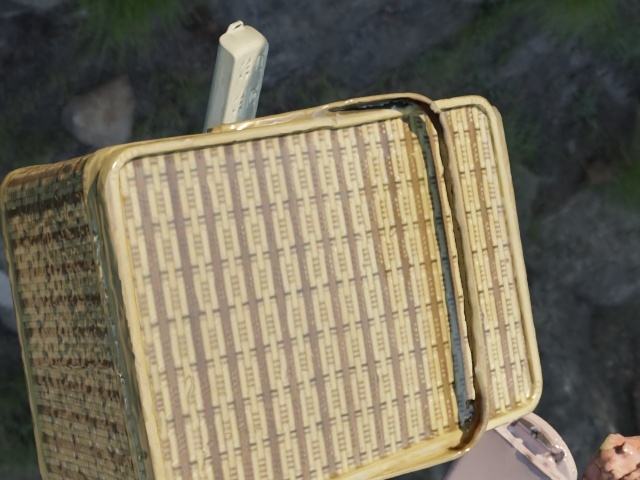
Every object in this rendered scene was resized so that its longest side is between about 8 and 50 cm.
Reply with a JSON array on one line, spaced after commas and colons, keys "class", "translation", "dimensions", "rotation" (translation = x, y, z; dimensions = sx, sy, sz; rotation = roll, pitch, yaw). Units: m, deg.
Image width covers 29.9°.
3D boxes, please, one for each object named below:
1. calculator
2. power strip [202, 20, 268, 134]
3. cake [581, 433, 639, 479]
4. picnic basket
[{"class": "calculator", "translation": [0.154, 0.225, 1.055], "dimensions": [0.032, 0.100, 0.175], "rotation": [-14, 138, -50]}, {"class": "power strip", "translation": [-0.095, -0.089, 1.161], "dimensions": [0.060, 0.027, 0.253], "rotation": [-37, 147, -54]}, {"class": "cake", "translation": [0.421, 0.387, 1.252], "dimensions": [0.293, 0.314, 0.307], "rotation": [11, 98, -22]}, {"class": "picnic basket", "translation": [-0.016, 0.034, 0.764], "dimensions": [0.312, 0.228, 0.175], "rotation": [-11, -176, -36]}]
